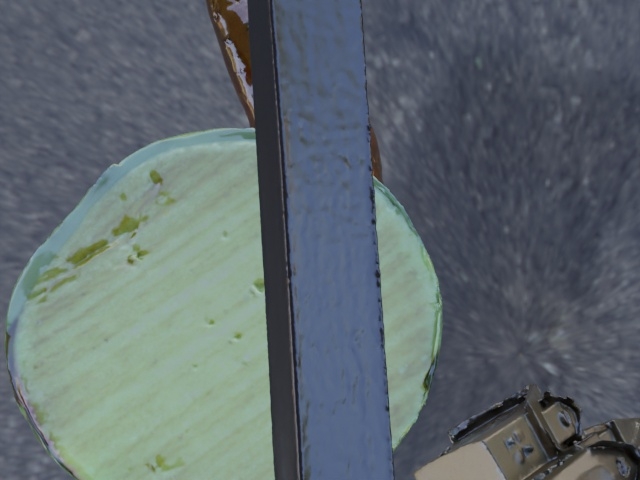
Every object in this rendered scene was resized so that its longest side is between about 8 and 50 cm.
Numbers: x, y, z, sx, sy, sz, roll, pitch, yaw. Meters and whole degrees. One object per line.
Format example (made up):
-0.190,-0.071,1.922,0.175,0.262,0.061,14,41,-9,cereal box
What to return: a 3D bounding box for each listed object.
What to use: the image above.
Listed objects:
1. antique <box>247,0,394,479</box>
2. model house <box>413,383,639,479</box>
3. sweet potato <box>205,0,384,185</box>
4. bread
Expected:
0.000,0.000,0.449,0.031,0.015,0.192,1,82,-32,antique
0.244,0.210,1.597,0.176,0.248,0.181,-30,89,48,model house
-0.004,-0.075,1.546,0.112,0.112,0.359,-17,95,5,sweet potato
-0.059,0.058,1.164,0.301,0.045,0.301,-1,63,2,bread
